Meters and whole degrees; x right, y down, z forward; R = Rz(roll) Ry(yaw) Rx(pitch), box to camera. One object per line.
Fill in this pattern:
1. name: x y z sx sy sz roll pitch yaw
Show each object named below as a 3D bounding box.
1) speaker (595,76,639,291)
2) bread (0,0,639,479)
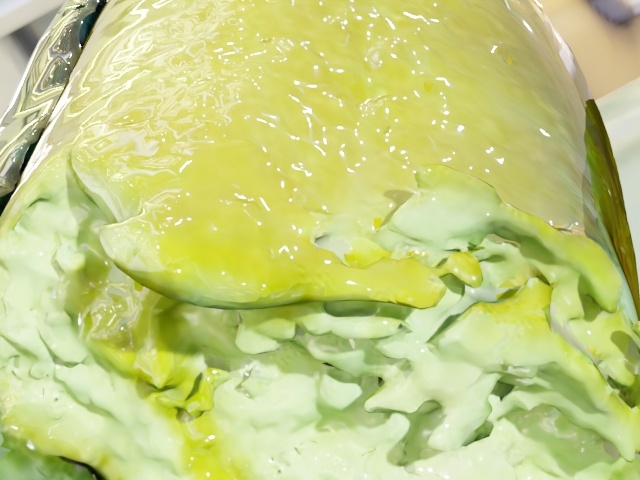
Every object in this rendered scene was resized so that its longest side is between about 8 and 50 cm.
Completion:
1. speaker: 0.313 0.059 0.836 0.406 0.184 0.183 58 -154 3
2. bread: 0.000 0.000 0.561 0.251 0.208 0.376 26 -154 -10
